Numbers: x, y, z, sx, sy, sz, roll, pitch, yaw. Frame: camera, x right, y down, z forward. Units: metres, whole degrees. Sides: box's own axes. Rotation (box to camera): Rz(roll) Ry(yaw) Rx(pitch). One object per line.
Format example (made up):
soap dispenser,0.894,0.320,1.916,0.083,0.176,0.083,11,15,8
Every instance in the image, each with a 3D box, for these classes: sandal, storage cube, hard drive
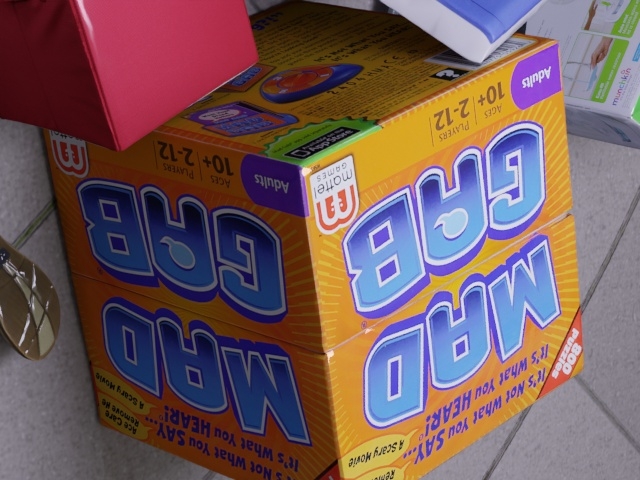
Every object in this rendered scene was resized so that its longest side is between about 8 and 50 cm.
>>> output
sandal,-0.308,0.036,1.812,0.180,0.049,0.072,51,58,-25
storage cube,-0.201,-0.218,1.748,0.215,0.184,0.193,-38,127,-33
hard drive,0.134,-0.294,1.897,0.319,0.210,0.040,-43,166,-54

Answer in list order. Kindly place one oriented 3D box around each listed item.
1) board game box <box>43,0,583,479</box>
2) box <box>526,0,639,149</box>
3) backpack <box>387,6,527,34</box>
board game box,0.000,0.000,1.888,0.356,0.356,0.356,-28,121,-39
box,0.346,-0.256,2.267,0.127,0.231,0.262,31,78,-46
backpack,0.155,-0.232,2.156,0.182,0.115,0.152,28,59,-56
